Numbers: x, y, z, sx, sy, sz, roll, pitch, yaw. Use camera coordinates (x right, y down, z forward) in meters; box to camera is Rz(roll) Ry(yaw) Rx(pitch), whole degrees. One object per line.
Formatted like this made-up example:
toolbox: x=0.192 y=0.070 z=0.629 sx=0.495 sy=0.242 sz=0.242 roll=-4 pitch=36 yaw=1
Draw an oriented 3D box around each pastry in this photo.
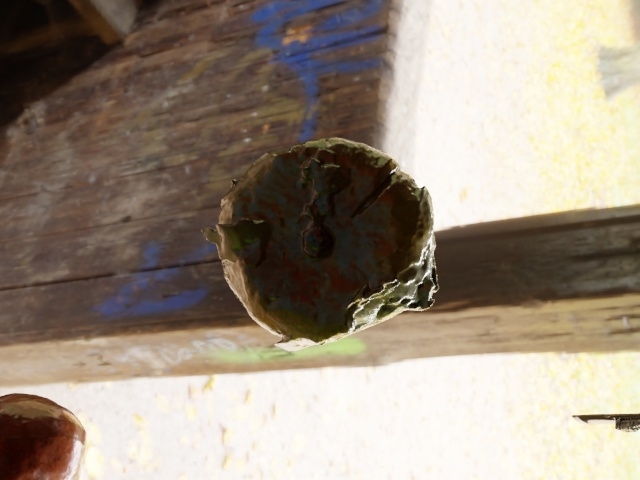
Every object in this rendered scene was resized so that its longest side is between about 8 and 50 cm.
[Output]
pastry: x=0.004 y=-0.004 z=0.974 sx=0.121 sy=0.257 sz=0.235 roll=49 pitch=21 yaw=-76

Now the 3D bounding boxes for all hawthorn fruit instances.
hawthorn fruit: x=-0.273 y=0.198 z=0.767 sx=0.140 sy=0.125 sz=0.125 roll=98 pitch=-8 yaw=-75

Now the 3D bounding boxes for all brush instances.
brush: x=0.497 y=0.313 z=1.470 sx=0.034 sy=0.190 sz=0.027 roll=32 pitch=69 yaw=-14
